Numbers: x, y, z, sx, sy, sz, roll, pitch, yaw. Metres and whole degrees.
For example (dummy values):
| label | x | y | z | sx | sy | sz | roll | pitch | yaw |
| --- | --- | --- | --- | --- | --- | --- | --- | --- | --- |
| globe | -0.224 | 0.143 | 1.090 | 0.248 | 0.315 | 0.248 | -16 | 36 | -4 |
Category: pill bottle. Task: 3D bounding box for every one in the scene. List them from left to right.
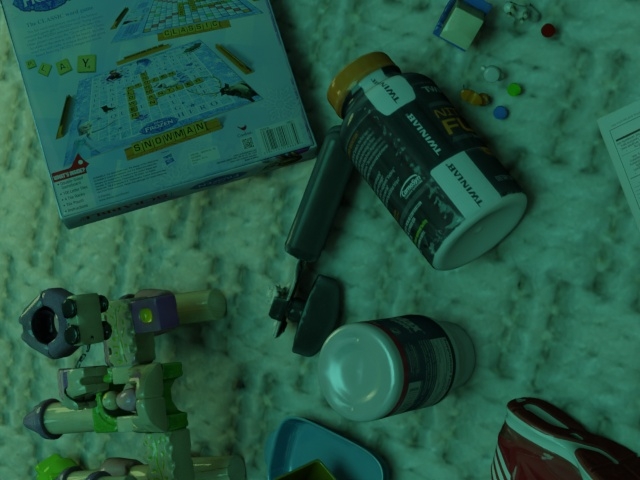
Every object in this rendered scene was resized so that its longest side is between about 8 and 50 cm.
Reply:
| label | x | y | z | sx | sy | sz | roll | pitch | yaw |
| --- | --- | --- | --- | --- | --- | --- | --- | --- | --- |
| pill bottle | 0.090 | 0.136 | 1.495 | 0.108 | 0.180 | 0.107 | 2 | 93 | 37 |
| pill bottle | 0.107 | -0.096 | 1.501 | 0.130 | 0.130 | 0.245 | -49 | 65 | 28 |

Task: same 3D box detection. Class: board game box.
| label | x | y | z | sx | sy | sz | roll | pitch | yaw |
| --- | --- | --- | --- | --- | --- | --- | --- | --- | --- |
| board game box | -0.201 | -0.209 | 1.652 | 0.319 | 0.066 | 0.317 | -16 | 80 | -6 |

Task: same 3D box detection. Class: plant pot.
| label | x | y | z | sx | sy | sz | roll | pitch | yaw |
| --- | --- | --- | --- | --- | --- | --- | --- | --- | --- |
| plant pot | -0.020 | 0.326 | 1.608 | 0.081 | 0.081 | 0.083 | 46 | 131 | 26 |

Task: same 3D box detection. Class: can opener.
| label | x | y | z | sx | sy | sz | roll | pitch | yaw |
| --- | --- | --- | --- | --- | --- | --- | --- | --- | --- |
| can opener | 0.000 | 0.000 | 1.637 | 0.093 | 0.074 | 0.280 | 16 | 106 | 0 |

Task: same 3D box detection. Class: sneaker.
| label | x | y | z | sx | sy | sz | roll | pitch | yaw |
| --- | --- | --- | --- | --- | --- | --- | --- | --- | --- |
| sneaker | 0.272 | 0.273 | 1.440 | 0.221 | 0.087 | 0.128 | 39 | 124 | 42 |

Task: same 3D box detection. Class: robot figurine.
| label | x | y | z | sx | sy | sz | roll | pitch | yaw |
| --- | --- | --- | --- | --- | --- | --- | --- | --- | --- |
| robot figurine | -0.355 | 0.354 | 1.911 | 0.115 | 0.067 | 0.101 | 39 | 142 | 29 |

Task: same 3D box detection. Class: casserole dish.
| label | x | y | z | sx | sy | sz | roll | pitch | yaw |
| --- | --- | --- | --- | --- | --- | --- | --- | --- | --- |
| casserole dish | 0.013 | 0.285 | 1.651 | 0.188 | 0.037 | 0.114 | 22 | 106 | 35 |

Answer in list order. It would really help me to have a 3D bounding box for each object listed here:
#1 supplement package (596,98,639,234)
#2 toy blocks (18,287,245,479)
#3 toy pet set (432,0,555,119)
| label | x | y | z | sx | sy | sz | roll | pitch | yaw |
| --- | --- | --- | --- | --- | --- | --- | --- | --- | --- |
| supplement package | 0.418 | -0.027 | 1.228 | 0.198 | 0.199 | 0.262 | -26 | 77 | 35 |
| toy blocks | -0.292 | 0.204 | 1.704 | 0.260 | 0.309 | 0.288 | -8 | 87 | 31 |
| toy pet set | 0.183 | -0.219 | 1.498 | 0.114 | 0.065 | 0.122 | 28 | 116 | -4 |
